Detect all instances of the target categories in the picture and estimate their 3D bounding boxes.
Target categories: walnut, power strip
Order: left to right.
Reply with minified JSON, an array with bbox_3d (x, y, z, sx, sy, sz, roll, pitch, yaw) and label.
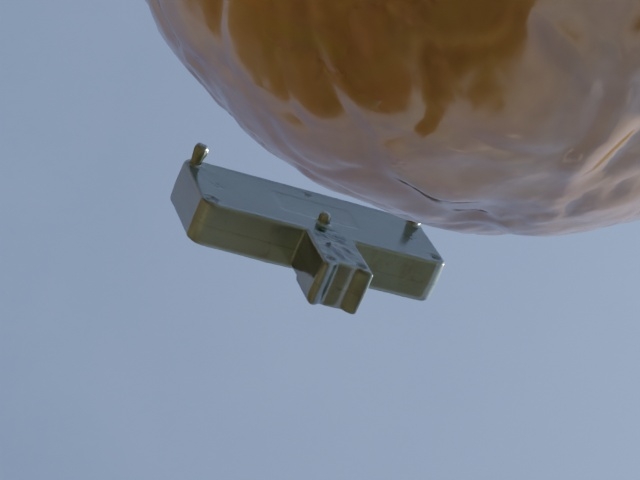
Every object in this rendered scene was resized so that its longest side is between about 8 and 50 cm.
[{"bbox_3d":[0.000,0.000,1.406,0.061,0.216,0.145,-67,-155,21],"label":"power strip"},{"bbox_3d":[0.051,-0.095,0.459,0.193,0.226,0.193,-2,-93,38],"label":"walnut"}]
